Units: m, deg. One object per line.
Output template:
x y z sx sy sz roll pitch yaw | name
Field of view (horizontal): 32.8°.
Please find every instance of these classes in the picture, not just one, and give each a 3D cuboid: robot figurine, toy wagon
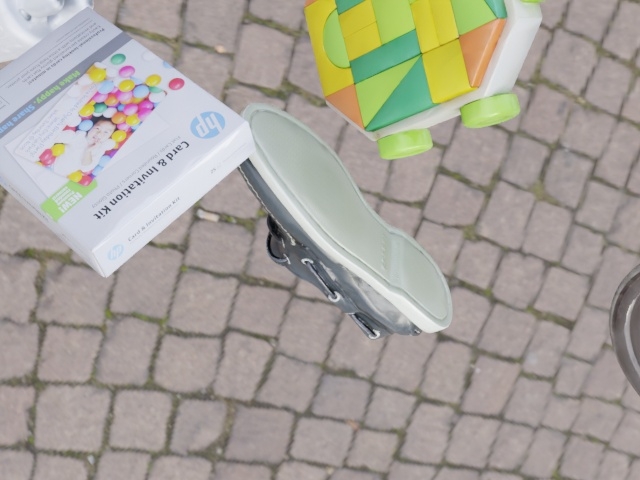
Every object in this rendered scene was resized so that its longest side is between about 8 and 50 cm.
-0.518 -0.366 1.645 0.300 0.353 0.200 -7 90 -64 | robot figurine
0.116 -0.236 1.040 0.068 0.344 0.267 -10 85 -40 | toy wagon

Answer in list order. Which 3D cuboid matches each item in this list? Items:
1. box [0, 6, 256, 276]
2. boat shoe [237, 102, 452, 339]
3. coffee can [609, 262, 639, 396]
-0.163 -0.078 0.790 0.145 0.186 0.038 -42 152 -19 | box
0.001 -0.003 1.126 0.340 0.113 0.127 39 40 -36 | boat shoe
0.412 0.031 0.959 0.275 0.201 0.202 -37 119 -36 | coffee can
